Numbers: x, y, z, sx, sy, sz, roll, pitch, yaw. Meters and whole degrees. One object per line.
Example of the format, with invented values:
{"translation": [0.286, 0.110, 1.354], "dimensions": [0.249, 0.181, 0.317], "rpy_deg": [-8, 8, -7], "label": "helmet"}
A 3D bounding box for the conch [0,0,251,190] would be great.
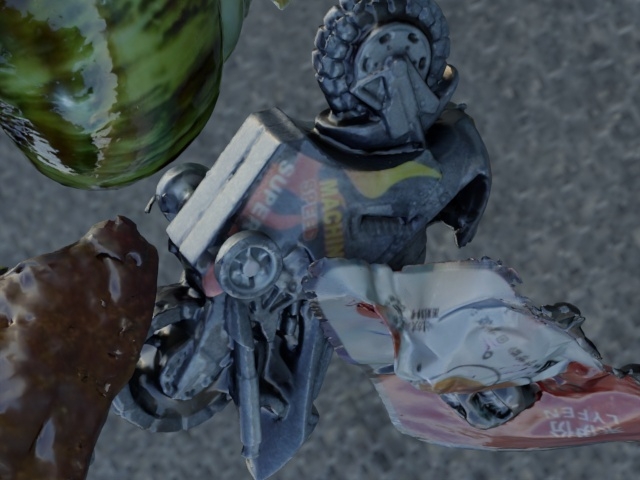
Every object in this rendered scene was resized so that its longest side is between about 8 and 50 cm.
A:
{"translation": [-0.097, -0.110, 0.878], "dimensions": [0.124, 0.181, 0.187], "rpy_deg": [27, 133, -4], "label": "conch"}

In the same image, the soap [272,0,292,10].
{"translation": [0.007, -0.322, 1.332], "dimensions": [0.173, 0.274, 0.089], "rpy_deg": [47, -175, 10], "label": "soap"}

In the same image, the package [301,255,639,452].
{"translation": [0.095, 0.069, 1.082], "dimensions": [0.194, 0.071, 0.269], "rpy_deg": [9, 164, 28], "label": "package"}

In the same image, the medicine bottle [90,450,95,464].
{"translation": [-0.258, 0.130, 0.874], "dimensions": [0.141, 0.293, 0.141], "rpy_deg": [62, 175, 10], "label": "medicine bottle"}

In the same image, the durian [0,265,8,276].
{"translation": [-0.303, 0.089, 1.268], "dimensions": [0.291, 0.225, 0.291], "rpy_deg": [54, -164, -22], "label": "durian"}

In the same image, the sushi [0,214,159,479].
{"translation": [-0.202, 0.095, 0.710], "dimensions": [0.296, 0.167, 0.179], "rpy_deg": [-35, 65, 38], "label": "sushi"}

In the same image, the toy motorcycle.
{"translation": [0.000, 0.000, 1.077], "dimensions": [0.307, 0.173, 0.108], "rpy_deg": [-55, 36, 9], "label": "toy motorcycle"}
